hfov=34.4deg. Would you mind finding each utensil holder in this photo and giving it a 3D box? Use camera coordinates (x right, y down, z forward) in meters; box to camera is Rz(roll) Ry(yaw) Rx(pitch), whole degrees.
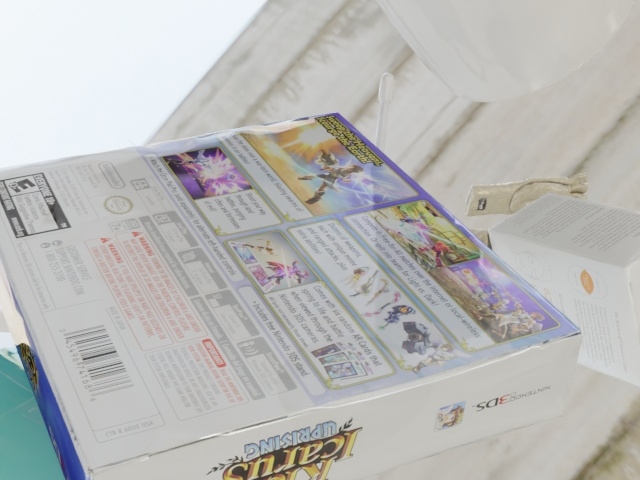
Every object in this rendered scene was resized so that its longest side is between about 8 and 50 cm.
[{"bbox_3d":[0.183,-0.410,1.271,0.327,0.385,0.328,-24,-138,24],"label":"utensil holder"}]

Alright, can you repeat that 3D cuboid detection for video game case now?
[{"bbox_3d":[-0.040,0.026,0.563,0.244,0.061,0.269,-13,-145,-22],"label":"video game case"}]

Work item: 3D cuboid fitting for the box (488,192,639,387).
[{"bbox_3d":[0.258,0.042,0.968,0.091,0.130,0.170,-29,-153,-27],"label":"box"}]

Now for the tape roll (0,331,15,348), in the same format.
[{"bbox_3d":[-0.165,0.189,0.974,0.392,0.392,0.072,22,-89,56],"label":"tape roll"}]

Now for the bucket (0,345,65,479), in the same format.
[{"bbox_3d":[-0.184,0.210,0.596,0.281,0.183,0.281,-48,167,-14],"label":"bucket"}]

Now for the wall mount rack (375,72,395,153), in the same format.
[{"bbox_3d":[0.062,-0.015,1.242,0.130,0.304,0.350,-24,-171,39],"label":"wall mount rack"}]

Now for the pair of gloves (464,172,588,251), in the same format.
[{"bbox_3d":[0.337,-0.031,1.727,0.204,0.240,0.042,-3,-124,3],"label":"pair of gloves"}]
